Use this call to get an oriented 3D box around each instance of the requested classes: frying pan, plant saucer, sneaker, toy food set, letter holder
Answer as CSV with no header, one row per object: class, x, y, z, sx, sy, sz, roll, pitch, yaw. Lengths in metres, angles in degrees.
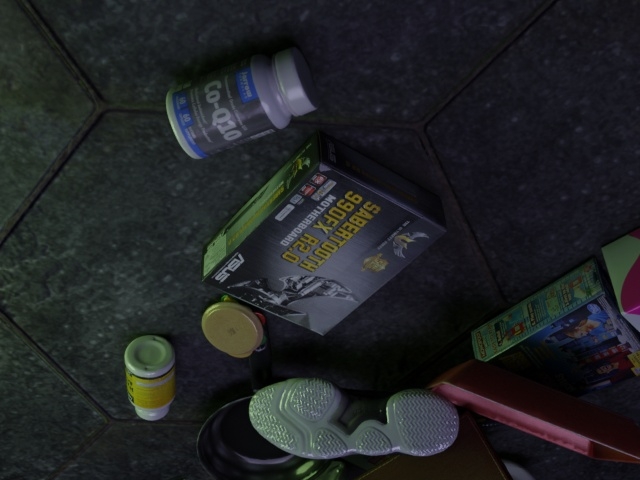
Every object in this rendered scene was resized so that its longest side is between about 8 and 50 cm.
frying pan,-0.100,0.233,1.476,0.197,0.053,0.326,-22,124,10
plant saucer,0.268,0.213,1.366,0.259,0.047,0.258,22,170,3
sneaker,0.046,0.237,1.423,0.269,0.101,0.153,3,172,6
toy food set,-0.108,0.109,1.349,0.083,0.020,0.082,39,123,-10
letter holder,0.140,0.416,1.453,0.302,0.214,0.152,-32,132,3

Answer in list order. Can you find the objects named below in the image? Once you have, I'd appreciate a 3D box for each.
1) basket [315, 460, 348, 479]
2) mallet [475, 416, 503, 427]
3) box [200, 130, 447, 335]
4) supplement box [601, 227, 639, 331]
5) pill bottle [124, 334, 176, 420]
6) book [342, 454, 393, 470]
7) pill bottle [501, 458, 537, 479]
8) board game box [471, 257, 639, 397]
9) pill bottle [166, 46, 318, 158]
basket,-0.044,0.405,1.619,0.167,0.113,0.103,1,140,-6
mallet,0.199,0.254,1.538,0.190,0.062,0.039,-10,140,-15
box,0.000,0.000,1.235,0.183,0.056,0.231,27,129,-28
supplement box,0.452,0.076,1.309,0.111,0.114,0.220,-32,128,27
pill bottle,-0.220,0.182,1.404,0.065,0.065,0.116,1,136,-5
book,0.108,0.308,1.588,0.144,0.035,0.096,30,123,-29
pill bottle,0.245,0.445,1.663,0.131,0.131,0.229,9,139,-13
board game box,0.306,0.131,1.392,0.194,0.060,0.194,-24,134,22
pill bottle,-0.076,-0.138,1.069,0.137,0.078,0.078,-19,134,15
